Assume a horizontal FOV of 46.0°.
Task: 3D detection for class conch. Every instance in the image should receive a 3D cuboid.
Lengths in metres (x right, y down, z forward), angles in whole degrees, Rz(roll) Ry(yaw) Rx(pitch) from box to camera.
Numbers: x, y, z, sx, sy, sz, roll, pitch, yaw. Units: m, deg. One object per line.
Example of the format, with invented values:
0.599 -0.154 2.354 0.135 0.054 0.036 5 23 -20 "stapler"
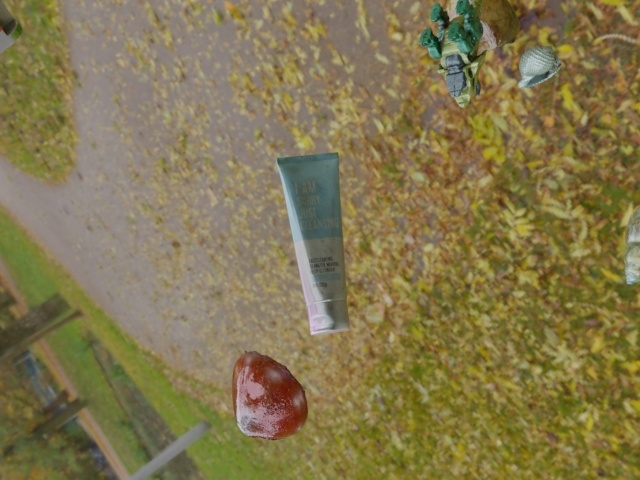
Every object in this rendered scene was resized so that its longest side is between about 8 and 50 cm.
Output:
0.548 -0.015 1.182 0.105 0.173 0.116 66 150 17 "conch"
0.386 -0.314 1.344 0.085 0.076 0.056 -34 62 50 "conch"

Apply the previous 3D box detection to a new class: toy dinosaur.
0.258 -0.379 1.374 0.094 0.259 0.153 -2 153 34 "toy dinosaur"

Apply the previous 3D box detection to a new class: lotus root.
0.421 -0.616 2.012 0.188 0.199 0.179 -1 125 32 "lotus root"

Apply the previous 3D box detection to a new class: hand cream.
0.000 0.000 1.278 0.070 0.111 0.312 115 147 -79 "hand cream"

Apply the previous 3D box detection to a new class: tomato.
-0.119 0.304 1.424 0.189 0.099 0.173 13 124 36 "tomato"

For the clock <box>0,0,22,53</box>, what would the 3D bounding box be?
-0.537 -0.368 0.911 0.235 0.166 0.309 31 159 35 "clock"
